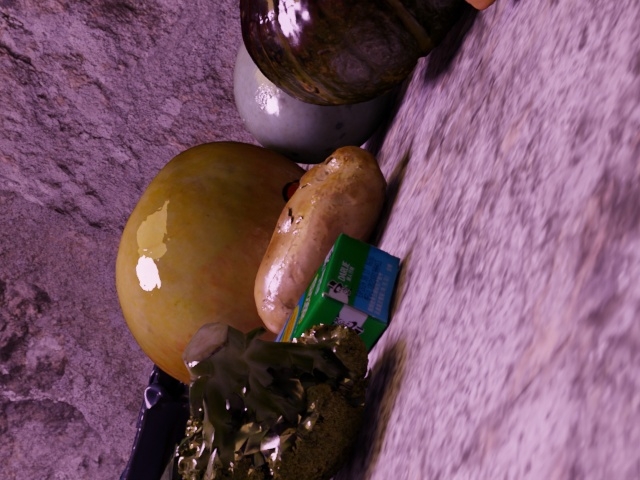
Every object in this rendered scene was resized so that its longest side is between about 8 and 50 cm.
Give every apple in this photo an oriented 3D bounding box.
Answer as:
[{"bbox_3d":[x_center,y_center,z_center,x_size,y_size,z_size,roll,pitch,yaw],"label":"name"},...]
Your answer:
[{"bbox_3d":[-0.093,0.023,1.054,0.261,0.194,0.260,24,-90,-89],"label":"apple"}]

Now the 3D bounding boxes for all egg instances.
[{"bbox_3d":[-0.008,-0.171,1.140,0.236,0.169,0.169,-93,26,-60],"label":"egg"}]

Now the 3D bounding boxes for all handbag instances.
[{"bbox_3d":[-0.179,0.249,1.317,0.325,0.118,0.269,-107,34,-79],"label":"handbag"}]

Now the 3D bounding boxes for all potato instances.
[{"bbox_3d":[0.000,0.000,0.901,0.107,0.080,0.170,19,-87,-85],"label":"potato"}]

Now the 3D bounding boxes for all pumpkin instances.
[{"bbox_3d":[0.030,-0.231,0.935,0.238,0.159,0.238,-42,26,27],"label":"pumpkin"}]

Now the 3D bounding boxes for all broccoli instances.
[{"bbox_3d":[-0.033,0.100,0.645,0.131,0.120,0.130,-3,41,47],"label":"broccoli"}]

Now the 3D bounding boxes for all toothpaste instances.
[{"bbox_3d":[-0.018,0.103,0.806,0.266,0.050,0.065,-59,7,45],"label":"toothpaste"}]

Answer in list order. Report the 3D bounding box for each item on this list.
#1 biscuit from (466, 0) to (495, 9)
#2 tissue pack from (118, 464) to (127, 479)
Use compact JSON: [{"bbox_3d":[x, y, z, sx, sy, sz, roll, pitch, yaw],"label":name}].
[{"bbox_3d":[0.162,-0.290,0.752,0.202,0.044,0.288,124,166,-60],"label":"biscuit"},{"bbox_3d":[-0.248,0.384,1.491,0.085,0.028,0.138,-66,-39,-65],"label":"tissue pack"}]
